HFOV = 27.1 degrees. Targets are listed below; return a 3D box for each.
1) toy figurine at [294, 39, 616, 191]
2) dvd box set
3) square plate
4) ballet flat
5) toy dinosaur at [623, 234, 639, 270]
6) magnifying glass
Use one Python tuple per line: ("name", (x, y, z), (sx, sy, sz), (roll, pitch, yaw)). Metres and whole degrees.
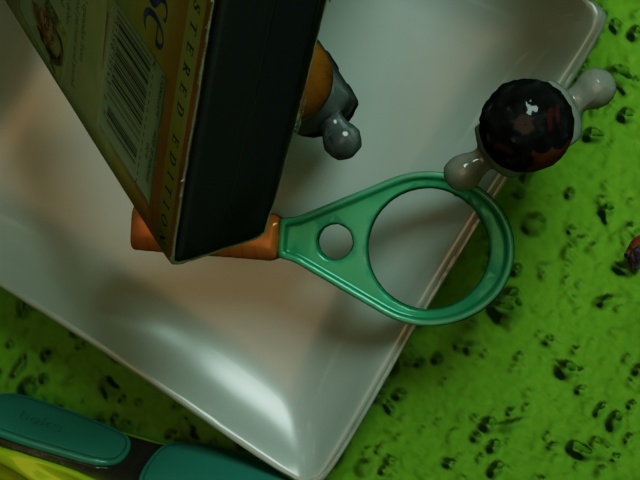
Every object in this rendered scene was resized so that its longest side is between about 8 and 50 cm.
("toy figurine", (0.065, -0.137, 0.716), (0.213, 0.148, 0.210), (16, 94, 7))
("dvd box set", (-0.127, -0.238, 0.663), (0.062, 0.308, 0.420), (-19, 56, -27))
("square plate", (-0.057, -0.079, 0.839), (0.347, 0.049, 0.344), (32, 97, 7))
("ballet flat", (-0.120, 0.163, 0.853), (0.231, 0.077, 0.077), (15, 116, 12))
("toy dinosaur", (0.228, 0.024, 0.808), (0.090, 0.047, 0.082), (-28, 76, -23))
("magnifying glass", (0.000, 0.000, 0.794), (0.230, 0.026, 0.092), (4, 93, 10))
